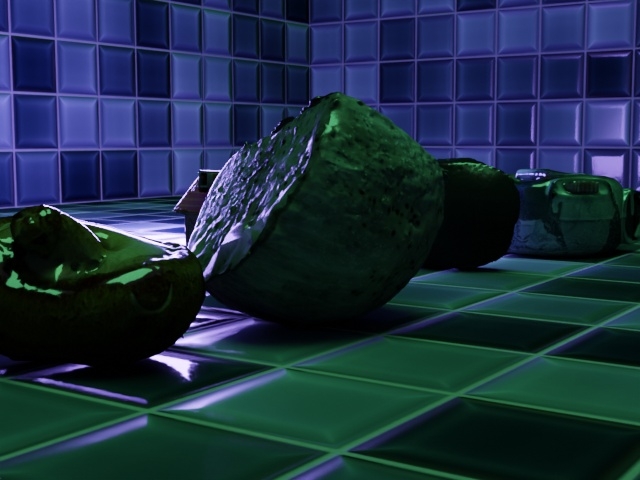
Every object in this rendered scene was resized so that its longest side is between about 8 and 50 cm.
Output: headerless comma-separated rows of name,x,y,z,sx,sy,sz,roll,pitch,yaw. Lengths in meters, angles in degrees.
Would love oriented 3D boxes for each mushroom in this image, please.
mushroom,-0.219,0.049,0.883,0.232,0.138,0.194,13,-4,16

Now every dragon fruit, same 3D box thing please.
dragon fruit,0.000,0.000,1.047,0.221,0.203,0.283,28,-25,-26

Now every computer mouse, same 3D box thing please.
computer mouse,0.161,-0.040,1.490,0.296,0.168,0.087,0,7,29

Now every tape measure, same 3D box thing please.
tape measure,0.409,-0.054,1.706,0.275,0.147,0.256,-3,6,-35

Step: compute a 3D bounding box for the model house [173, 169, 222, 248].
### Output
model house,-0.099,-0.037,1.527,0.207,0.153,0.294,-7,9,-41
